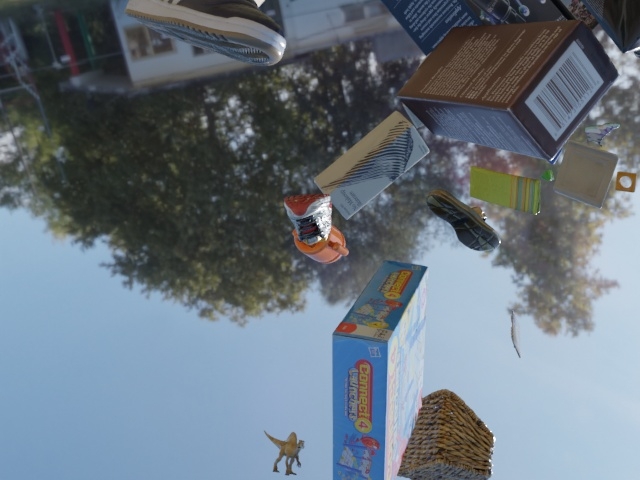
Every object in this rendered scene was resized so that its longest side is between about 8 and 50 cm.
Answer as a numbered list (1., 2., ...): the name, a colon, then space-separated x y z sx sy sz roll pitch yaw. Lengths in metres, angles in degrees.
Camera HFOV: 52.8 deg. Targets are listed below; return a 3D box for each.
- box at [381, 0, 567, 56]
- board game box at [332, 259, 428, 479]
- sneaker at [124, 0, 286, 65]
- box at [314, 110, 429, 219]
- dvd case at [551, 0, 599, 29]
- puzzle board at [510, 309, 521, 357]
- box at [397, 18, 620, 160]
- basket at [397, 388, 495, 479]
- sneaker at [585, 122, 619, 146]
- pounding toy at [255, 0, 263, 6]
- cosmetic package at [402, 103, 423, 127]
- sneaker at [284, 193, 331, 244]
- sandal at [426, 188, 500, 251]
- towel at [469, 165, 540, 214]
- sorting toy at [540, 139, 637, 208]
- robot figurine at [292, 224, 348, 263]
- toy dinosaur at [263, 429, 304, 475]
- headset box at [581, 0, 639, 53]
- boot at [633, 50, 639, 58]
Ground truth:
1. box: 0.383 -0.566 1.548 0.293 0.395 0.212 -42 -177 -26
2. board game box: 0.107 0.232 1.100 0.086 0.309 0.302 6 -158 19
3. sneaker: -0.122 -0.306 0.755 0.282 0.153 0.099 29 -174 41
4. box: 0.128 -0.189 1.622 0.275 0.113 0.094 -41 -138 6
5. dvd case: 0.598 -0.588 1.380 0.253 0.180 0.022 -44 -174 0
6. puzzle board: 0.635 0.304 2.103 0.011 0.096 0.128 -12 -138 26
7. box: 0.321 -0.282 1.185 0.191 0.143 0.381 -50 -152 -1
8. basket: 0.381 0.593 1.911 0.213 0.299 0.223 19 -122 -12
9. sneaker: 0.869 -0.324 1.986 0.098 0.069 0.038 -6 -168 21
10. pounding toy: -0.209 -0.573 1.454 0.100 0.141 0.130 -44 179 13
11. cosmetic package: 0.318 -0.433 2.141 0.060 0.115 0.041 -24 -131 16
12. sneaker: -0.014 -0.041 1.283 0.087 0.093 0.225 -5 174 11
13. sandal: 0.256 -0.041 1.129 0.072 0.180 0.049 -17 -138 50
14. towel: 0.540 -0.152 1.899 0.021 0.102 0.237 -19 -153 -36
15. sorting toy: 0.905 -0.227 2.193 0.047 0.196 0.347 -17 -145 -40
16. robot figurine: -0.001 -0.001 2.040 0.158 0.128 0.219 -16 157 21
17. toy dinosaur: -0.075 0.479 1.460 0.053 0.093 0.183 18 162 -27
18. headset box: 0.432 -0.359 0.775 0.293 0.218 0.110 -18 158 -25
19. boot: 0.868 -0.539 1.579 0.219 0.082 0.106 -36 151 25
